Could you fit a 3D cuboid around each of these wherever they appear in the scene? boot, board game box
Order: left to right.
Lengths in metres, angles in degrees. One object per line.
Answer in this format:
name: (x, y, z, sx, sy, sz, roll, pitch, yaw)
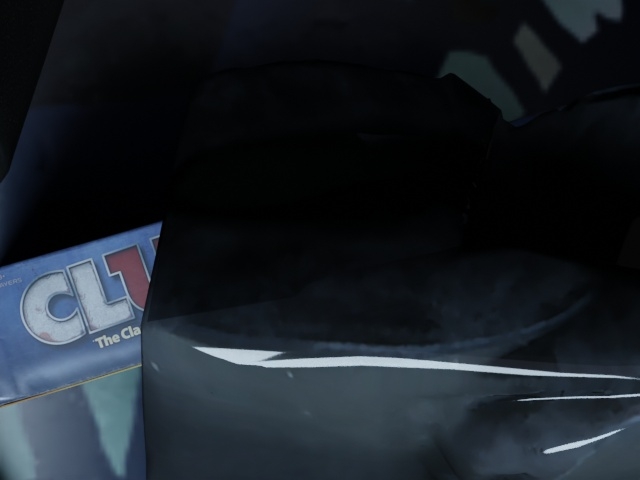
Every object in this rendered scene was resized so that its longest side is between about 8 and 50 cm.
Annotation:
board game box: (0.000, 0.000, 0.524, 0.243, 0.165, 0.042, -16, 91, -10)
boot: (0.124, 0.145, 0.496, 0.367, 0.146, 0.445, -6, 127, -12)

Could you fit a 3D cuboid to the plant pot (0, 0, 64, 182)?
plant pot: (-0.166, -0.102, 0.401, 0.188, 0.187, 0.167, -8, 133, 12)
